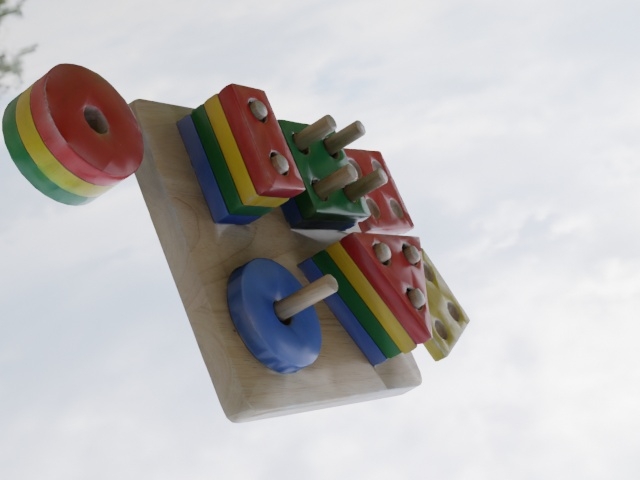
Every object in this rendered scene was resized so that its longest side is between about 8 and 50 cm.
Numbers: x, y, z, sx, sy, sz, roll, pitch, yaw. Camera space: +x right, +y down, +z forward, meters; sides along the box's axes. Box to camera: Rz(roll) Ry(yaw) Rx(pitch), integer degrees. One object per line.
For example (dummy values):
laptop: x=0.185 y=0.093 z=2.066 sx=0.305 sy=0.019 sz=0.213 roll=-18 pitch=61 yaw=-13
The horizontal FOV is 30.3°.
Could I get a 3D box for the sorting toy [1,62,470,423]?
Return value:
sorting toy: x=0.000 y=0.000 z=0.495 sx=0.046 sy=0.132 sz=0.274 roll=-31 pitch=162 yaw=28
